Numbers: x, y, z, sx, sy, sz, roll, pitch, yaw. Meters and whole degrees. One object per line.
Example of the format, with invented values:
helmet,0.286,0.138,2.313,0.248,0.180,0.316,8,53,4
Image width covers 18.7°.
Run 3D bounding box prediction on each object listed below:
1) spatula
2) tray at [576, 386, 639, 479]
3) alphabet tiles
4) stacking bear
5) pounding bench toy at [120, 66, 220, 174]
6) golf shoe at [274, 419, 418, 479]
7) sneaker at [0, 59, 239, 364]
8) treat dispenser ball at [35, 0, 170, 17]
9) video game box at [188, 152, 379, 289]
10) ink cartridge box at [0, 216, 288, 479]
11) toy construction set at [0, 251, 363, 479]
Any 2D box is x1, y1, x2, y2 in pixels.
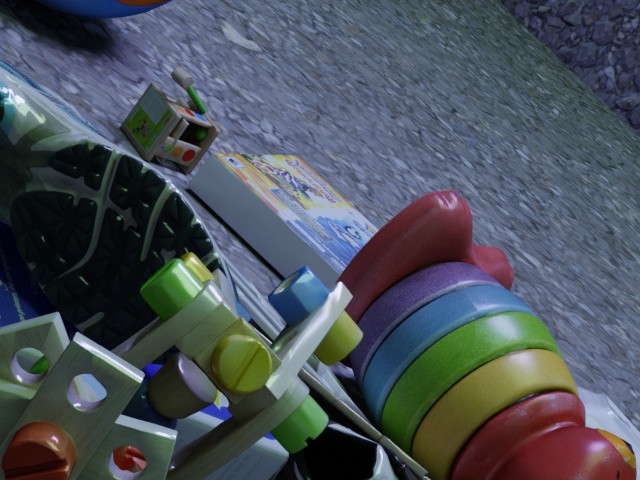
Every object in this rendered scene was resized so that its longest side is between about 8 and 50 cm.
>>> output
spatula,-0.037,0.055,1.456,0.168,0.019,0.242,53,0,40
tray,0.316,0.231,1.725,0.270,0.030,0.145,48,7,0
alphabet tiles,0.039,0.147,1.389,0.237,0.009,0.198,39,-8,6
stacking bear,0.135,0.132,1.483,0.289,0.164,0.175,53,3,35
pounding bench toy,-0.124,-0.111,1.750,0.065,0.083,0.052,18,26,-48
golf shoe,0.045,0.186,1.273,0.198,0.077,0.094,34,-17,10
sneaker,-0.152,-0.036,1.231,0.283,0.110,0.122,41,15,8
treat dispenser ball,-0.211,-0.360,1.876,0.288,0.288,0.288,34,17,-12
video game box,0.000,0.000,1.779,0.205,0.048,0.187,43,15,16
ink cartridge box,-0.191,0.022,1.292,0.307,0.072,0.304,25,22,-32
toy construction set,-0.098,0.109,0.955,0.151,0.215,0.327,54,14,3
